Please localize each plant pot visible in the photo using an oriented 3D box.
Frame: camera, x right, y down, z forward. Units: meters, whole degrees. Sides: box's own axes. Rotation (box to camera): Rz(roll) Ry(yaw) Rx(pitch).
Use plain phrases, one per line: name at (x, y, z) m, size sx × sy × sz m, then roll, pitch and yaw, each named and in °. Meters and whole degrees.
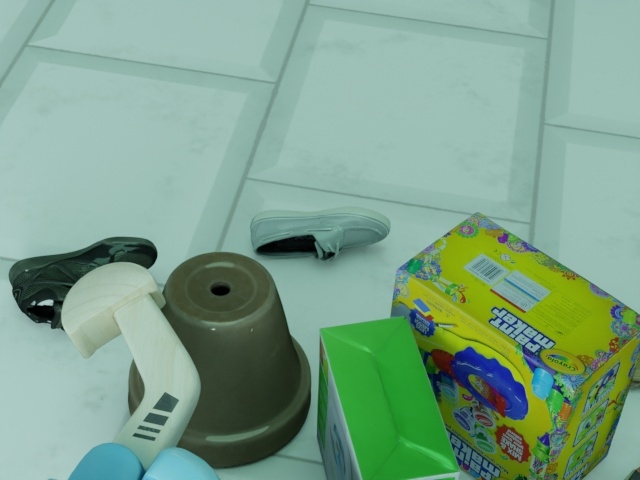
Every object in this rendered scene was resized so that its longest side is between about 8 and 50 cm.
plant pot at (-0.141, 0.143, 1.769) m, size 0.263 × 0.229 × 0.263 m, roll 1°, pitch 42°, yaw -1°

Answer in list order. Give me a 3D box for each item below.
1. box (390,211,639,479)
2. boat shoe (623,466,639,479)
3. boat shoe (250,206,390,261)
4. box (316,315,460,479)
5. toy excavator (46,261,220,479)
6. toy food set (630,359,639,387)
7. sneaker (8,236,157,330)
box at (0.253, 0.170, 1.732) m, size 0.290 × 0.279 × 0.177 m, roll 34°, pitch 50°, yaw 29°
boat shoe at (0.412, 0.353, 1.723) m, size 0.137 × 0.049 × 0.043 m, roll -40°, pitch 16°, yaw -34°
boat shoe at (-0.001, -0.001, 2.055) m, size 0.227 × 0.079 × 0.081 m, roll -1°, pitch 52°, yaw 2°
box at (0.081, 0.273, 1.642) m, size 0.126 × 0.231 × 0.262 m, roll -6°, pitch 44°, yaw -10°
toy excavator at (-0.207, 0.286, 1.520) m, size 0.432 × 0.222 × 0.445 m, roll 25°, pitch 65°, yaw 21°
toy food set at (0.476, 0.175, 1.929) m, size 0.192 × 0.039 × 0.132 m, roll -24°, pitch 42°, yaw -20°
sneaker at (-0.351, 0.070, 1.939) m, size 0.227 × 0.087 × 0.130 m, roll -13°, pitch 47°, yaw -13°
